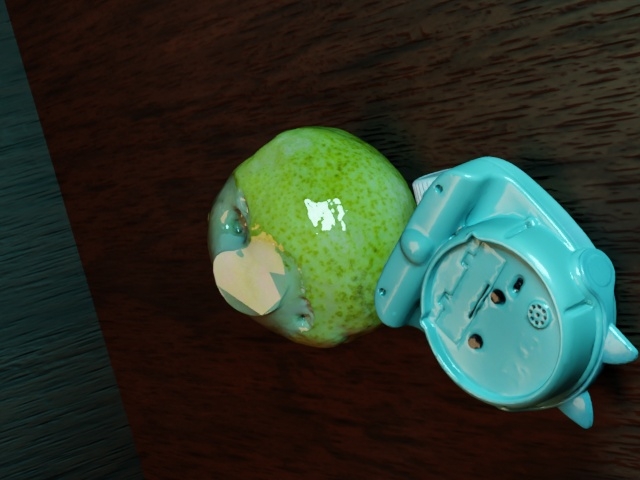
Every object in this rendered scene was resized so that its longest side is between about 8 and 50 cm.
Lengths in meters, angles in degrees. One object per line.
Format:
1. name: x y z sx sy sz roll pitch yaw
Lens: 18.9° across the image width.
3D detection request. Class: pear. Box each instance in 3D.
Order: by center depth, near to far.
1. pear: 0.000 0.000 2.265 0.271 0.271 0.271 45 145 45

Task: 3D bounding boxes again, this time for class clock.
1. clock: 0.195 0.067 1.966 0.274 0.094 0.223 44 130 25

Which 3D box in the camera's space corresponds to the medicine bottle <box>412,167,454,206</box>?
1. medicine bottle: 0.157 0.023 2.106 0.083 0.083 0.203 3 109 65
